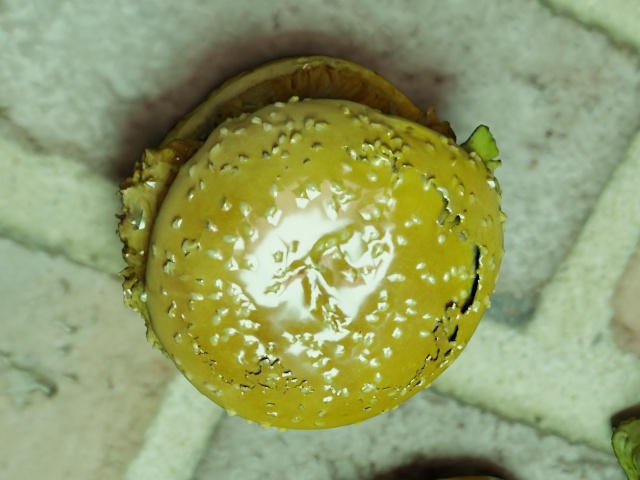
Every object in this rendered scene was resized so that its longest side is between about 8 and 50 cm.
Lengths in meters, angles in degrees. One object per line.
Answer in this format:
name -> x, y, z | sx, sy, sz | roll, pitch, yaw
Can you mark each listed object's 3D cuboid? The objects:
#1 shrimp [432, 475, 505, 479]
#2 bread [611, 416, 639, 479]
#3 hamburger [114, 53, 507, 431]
shrimp -> 0.021, 0.214, 0.824 | 0.249, 0.068, 0.150 | -12, 119, -15
bread -> 0.301, 0.175, 0.851 | 0.184, 0.110, 0.234 | -27, 115, -2
hamburger -> -0.009, 0.001, 0.705 | 0.191, 0.118, 0.182 | 22, 101, -17
